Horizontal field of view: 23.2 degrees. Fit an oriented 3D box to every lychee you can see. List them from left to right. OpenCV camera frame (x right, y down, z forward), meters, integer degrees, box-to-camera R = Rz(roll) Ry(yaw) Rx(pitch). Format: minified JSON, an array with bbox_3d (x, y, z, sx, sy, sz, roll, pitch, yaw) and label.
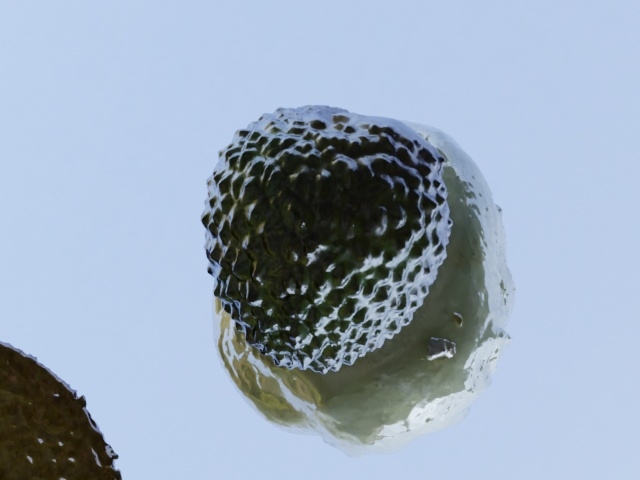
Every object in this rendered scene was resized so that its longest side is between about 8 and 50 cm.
[{"bbox_3d":[0.000,0.000,0.950,0.171,0.171,0.171,-1,-93,24],"label":"lychee"}]

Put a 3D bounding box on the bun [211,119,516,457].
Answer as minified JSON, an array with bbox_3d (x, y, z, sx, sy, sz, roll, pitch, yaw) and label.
[{"bbox_3d":[0.039,0.046,1.192,0.259,0.160,0.259,-17,-128,23],"label":"bun"}]

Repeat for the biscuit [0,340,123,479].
[{"bbox_3d":[-0.281,0.184,1.059,0.305,0.305,0.038,46,-35,19],"label":"biscuit"}]
